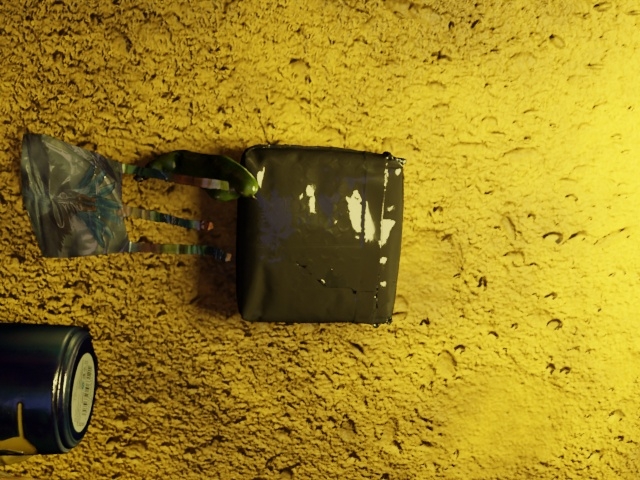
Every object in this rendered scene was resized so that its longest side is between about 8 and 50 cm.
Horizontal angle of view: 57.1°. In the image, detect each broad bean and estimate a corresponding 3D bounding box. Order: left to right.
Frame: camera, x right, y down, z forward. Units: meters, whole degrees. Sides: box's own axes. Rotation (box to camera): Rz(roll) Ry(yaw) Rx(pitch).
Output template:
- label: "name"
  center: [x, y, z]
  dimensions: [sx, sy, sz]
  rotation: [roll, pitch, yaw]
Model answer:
- label: "broad bean"
  center: [-0.146, -0.083, 0.731]
  dimensions: [0.195, 0.061, 0.046]
  rotation: [10, 144, 29]

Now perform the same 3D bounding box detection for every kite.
- label: "kite"
  center: [-0.251, -0.050, 0.723]
  dimensions: [0.310, 0.015, 0.169]
  rotation: [2, 108, 20]

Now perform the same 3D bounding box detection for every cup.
- label: "cup"
  center: [-0.440, 0.204, 0.790]
  dimensions: [0.257, 0.255, 0.178]
  rotation: [3, 67, -7]

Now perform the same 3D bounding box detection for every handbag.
- label: "handbag"
  center: [0.000, 0.000, 0.778]
  dimensions: [0.223, 0.080, 0.246]
  rotation: [2, 105, -5]

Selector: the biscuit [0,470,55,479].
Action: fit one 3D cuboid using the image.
- label: "biscuit"
  center: [-0.481, 0.322, 0.705]
  dimensions: [0.430, 0.446, 0.103]
  rotation: [1, 64, 1]
